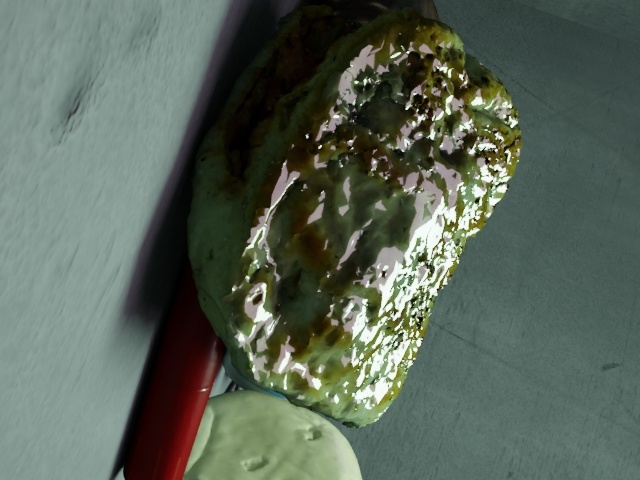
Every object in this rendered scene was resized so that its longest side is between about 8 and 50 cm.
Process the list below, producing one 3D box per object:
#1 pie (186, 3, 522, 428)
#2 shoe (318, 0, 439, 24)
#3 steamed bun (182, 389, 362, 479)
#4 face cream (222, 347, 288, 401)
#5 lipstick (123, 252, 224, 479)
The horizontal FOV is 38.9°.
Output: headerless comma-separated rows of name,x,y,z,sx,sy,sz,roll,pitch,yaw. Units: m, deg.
pie,0.038,-0.011,0.914,0.395,0.180,0.418,19,89,-52
shoe,0.044,-0.182,1.206,0.384,0.171,0.237,94,20,-53
steamed bun,-0.097,0.415,1.400,0.334,0.311,0.233,-54,164,-49
face cream,-0.031,0.122,1.488,0.337,0.163,0.080,-60,179,27
lipstick,-0.147,0.145,0.969,0.073,0.073,0.280,-59,169,-72
